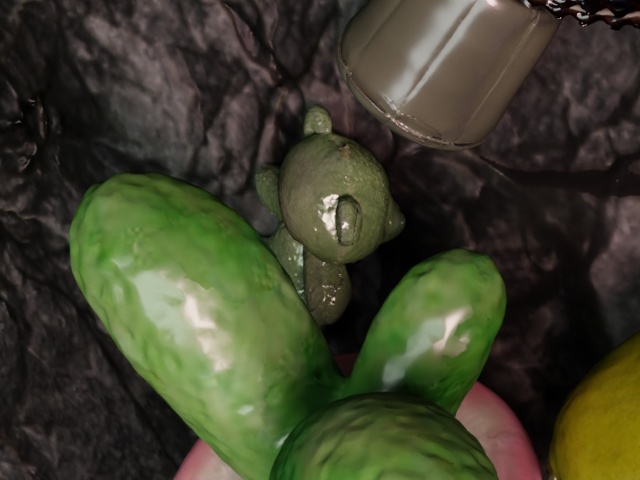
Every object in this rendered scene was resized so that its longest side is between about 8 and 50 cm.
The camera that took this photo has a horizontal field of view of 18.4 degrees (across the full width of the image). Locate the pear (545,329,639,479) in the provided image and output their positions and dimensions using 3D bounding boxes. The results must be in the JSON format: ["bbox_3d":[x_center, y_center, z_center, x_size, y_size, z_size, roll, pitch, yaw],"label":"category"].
[{"bbox_3d":[0.239,0.119,0.942,0.269,0.212,0.212,-1,112,18],"label":"pear"}]

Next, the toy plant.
[{"bbox_3d":[0.027,0.145,1.010,0.317,0.211,0.356,45,158,41],"label":"toy plant"}]

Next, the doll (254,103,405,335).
[{"bbox_3d":[0.000,0.000,1.126,0.150,0.078,0.115,116,143,-45],"label":"doll"}]

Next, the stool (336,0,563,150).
[{"bbox_3d":[0.068,-0.107,1.010,0.096,0.096,0.110,41,121,8],"label":"stool"}]

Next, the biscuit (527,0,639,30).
[{"bbox_3d":[0.144,-0.194,0.919,0.195,0.053,0.194,1,96,14],"label":"biscuit"}]
